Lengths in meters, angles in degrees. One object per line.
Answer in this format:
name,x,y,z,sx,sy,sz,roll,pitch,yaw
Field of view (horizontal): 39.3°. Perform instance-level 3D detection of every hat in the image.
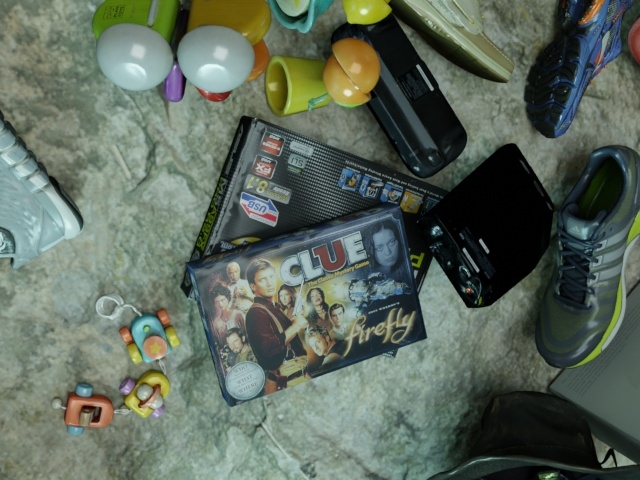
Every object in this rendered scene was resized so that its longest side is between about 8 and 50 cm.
hat,0.267,0.266,1.121,0.332,0.331,0.133,13,59,-20

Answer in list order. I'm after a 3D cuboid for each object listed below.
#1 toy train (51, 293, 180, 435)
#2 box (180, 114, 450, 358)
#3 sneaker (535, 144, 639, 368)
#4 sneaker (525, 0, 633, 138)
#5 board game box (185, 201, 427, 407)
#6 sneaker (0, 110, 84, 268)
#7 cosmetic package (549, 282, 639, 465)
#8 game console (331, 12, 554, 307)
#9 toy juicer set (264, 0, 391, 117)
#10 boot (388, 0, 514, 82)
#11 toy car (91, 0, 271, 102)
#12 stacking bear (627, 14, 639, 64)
toy train,-0.224,0.150,1.009,0.125,0.046,0.166,16,95,-21
box,0.000,0.000,1.049,0.270,0.060,0.216,19,93,-21
sneaker,0.329,0.014,1.122,0.121,0.111,0.299,20,87,-48
sneaker,0.329,-0.228,1.108,0.087,0.083,0.221,17,98,-29
board game box,-0.011,0.069,1.003,0.243,0.042,0.165,-18,106,-15
sneaker,-0.356,-0.063,0.906,0.132,0.086,0.228,-37,110,-6
cosmetic package,0.462,0.182,1.152,0.224,0.225,0.138,-47,113,-5
game console,0.146,-0.110,1.047,0.213,0.044,0.361,-38,98,-44
toy juicer set,-0.007,-0.287,0.912,0.090,0.209,0.328,-8,104,-26
boot,0.177,-0.300,1.044,0.213,0.077,0.165,35,86,-18
toy car,-0.140,-0.204,0.929,0.182,0.159,0.136,1,145,2
stacking bear,0.515,-0.340,1.109,0.175,0.164,0.289,38,76,-27
